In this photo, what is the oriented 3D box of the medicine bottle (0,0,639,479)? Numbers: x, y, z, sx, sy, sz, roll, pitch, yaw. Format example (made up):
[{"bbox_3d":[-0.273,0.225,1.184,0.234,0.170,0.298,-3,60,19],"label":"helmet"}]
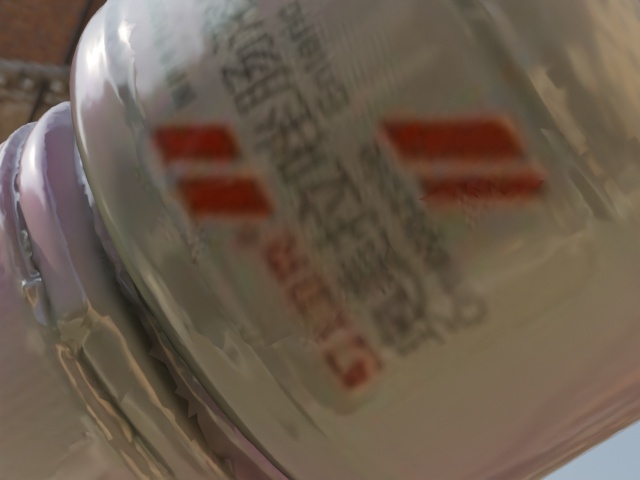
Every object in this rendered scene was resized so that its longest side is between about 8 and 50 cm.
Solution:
[{"bbox_3d":[0.000,0.000,0.560,0.302,0.241,0.241,-34,-43,15],"label":"medicine bottle"}]
